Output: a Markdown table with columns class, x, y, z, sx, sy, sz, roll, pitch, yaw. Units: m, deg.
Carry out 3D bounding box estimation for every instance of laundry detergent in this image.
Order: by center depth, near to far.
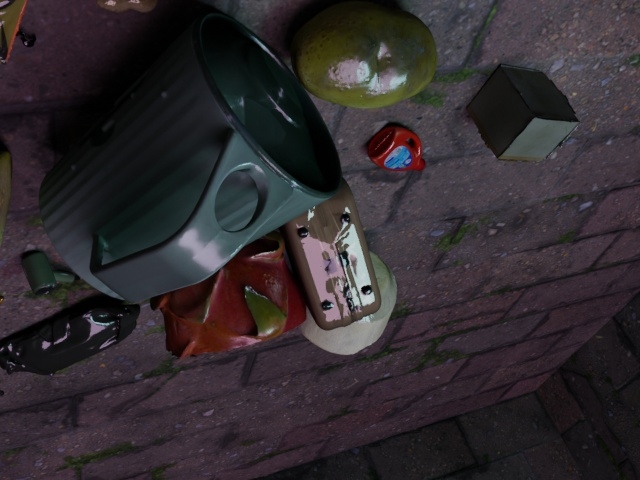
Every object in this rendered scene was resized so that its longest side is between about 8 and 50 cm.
| class | x | y | z | sx | sy | sz | roll | pitch | yaw |
| --- | --- | --- | --- | --- | --- | --- | --- | --- | --- |
| laundry detergent | 0.171 | -0.182 | 1.489 | 0.097 | 0.049 | 0.165 | -44 | 148 | 23 |

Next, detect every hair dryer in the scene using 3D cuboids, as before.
| class | x | y | z | sx | sy | sz | roll | pitch | yaw |
| --- | --- | --- | --- | --- | --- | --- | --- | --- | --- |
| hair dryer | -0.507 | 0.070 | 1.384 | 0.047 | 0.071 | 0.150 | -28 | 166 | 9 |

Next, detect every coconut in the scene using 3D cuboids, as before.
| class | x | y | z | sx | sy | sz | roll | pitch | yaw |
| --- | --- | --- | --- | --- | --- | --- | --- | --- | --- |
| coconut | 0.056 | 0.147 | 1.740 | 0.237 | 0.237 | 0.266 | -8 | 141 | -26 |

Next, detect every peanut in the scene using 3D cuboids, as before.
| class | x | y | z | sx | sy | sz | roll | pitch | yaw |
| --- | --- | --- | --- | --- | --- | --- | --- | --- | --- |
| peanut | -0.259 | -0.322 | 0.964 | 0.083 | 0.037 | 0.037 | -4 | 144 | -28 |

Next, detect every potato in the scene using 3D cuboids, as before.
| class | x | y | z | sx | sy | sz | roll | pitch | yaw |
| --- | --- | --- | --- | --- | --- | --- | --- | --- | --- |
| potato | 0.071 | -0.295 | 1.147 | 0.248 | 0.143 | 0.169 | -7 | 102 | -24 |

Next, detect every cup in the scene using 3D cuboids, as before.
| class | x | y | z | sx | sy | sz | roll | pitch | yaw |
| --- | --- | --- | --- | --- | --- | --- | --- | --- | --- |
| cup | -0.207 | -0.099 | 1.050 | 0.392 | 0.310 | 0.401 | -33 | -178 | 22 |

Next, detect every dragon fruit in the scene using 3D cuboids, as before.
| class | x | y | z | sx | sy | sz | roll | pitch | yaw |
| --- | --- | --- | --- | --- | --- | --- | --- | --- | --- |
| dragon fruit | -0.184 | 0.079 | 1.397 | 0.305 | 0.226 | 0.305 | -13 | -175 | 1 |

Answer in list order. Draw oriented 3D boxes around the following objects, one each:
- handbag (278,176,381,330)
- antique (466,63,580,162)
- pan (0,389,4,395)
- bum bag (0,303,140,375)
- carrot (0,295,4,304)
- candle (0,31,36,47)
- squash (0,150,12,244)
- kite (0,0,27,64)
| class | x | y | z | sx | sy | sz | roll | pitch | yaw |
| --- | --- | --- | --- | --- | --- | --- | --- | --- | --- |
| handbag | 0.000 | 0.000 | 1.449 | 0.149 | 0.283 | 0.302 | -22 | 111 | -8 |
| antique | 0.402 | -0.246 | 1.453 | 0.146 | 0.152 | 0.148 | 0 | 144 | -35 |
| pan | -0.839 | 0.371 | 1.637 | 0.235 | 0.028 | 0.136 | -15 | 149 | -10 |
| bum bag | -0.536 | 0.211 | 1.565 | 0.326 | 0.080 | 0.142 | -23 | 143 | 3 |
| carrot | -0.696 | 0.156 | 1.397 | 0.190 | 0.037 | 0.037 | -28 | 150 | 2 |
| candle | -0.452 | -0.266 | 0.925 | 0.167 | 0.021 | 0.026 | -4 | 144 | -31 |
| squash | -0.518 | -0.022 | 1.068 | 0.133 | 0.220 | 0.220 | -3 | 143 | -28 |
| kite | -0.459 | -0.317 | 0.825 | 0.377 | 0.013 | 0.327 | -29 | 147 | -1 |
